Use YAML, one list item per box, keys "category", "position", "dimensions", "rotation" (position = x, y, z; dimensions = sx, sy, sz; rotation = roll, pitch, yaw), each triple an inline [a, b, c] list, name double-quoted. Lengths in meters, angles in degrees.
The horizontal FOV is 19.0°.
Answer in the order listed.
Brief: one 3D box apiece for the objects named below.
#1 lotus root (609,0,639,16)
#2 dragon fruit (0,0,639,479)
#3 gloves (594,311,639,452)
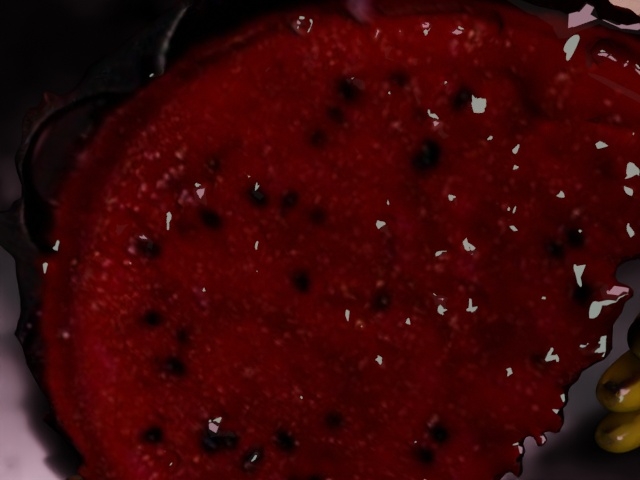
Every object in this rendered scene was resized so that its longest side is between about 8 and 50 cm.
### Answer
- category: "lotus root"
  position: [0.117, -0.166, 0.926]
  dimensions: [0.250, 0.316, 0.316]
  rotation: [-30, 75, -13]
- category: "dragon fruit"
  position: [0.000, 0.000, 0.870]
  dimensions: [0.282, 0.100, 0.343]
  rotation: [33, 112, -1]
- category: "gloves"
  position: [0.233, 0.039, 0.882]
  dimensions: [0.294, 0.133, 0.116]
  rotation: [-6, 35, -41]
